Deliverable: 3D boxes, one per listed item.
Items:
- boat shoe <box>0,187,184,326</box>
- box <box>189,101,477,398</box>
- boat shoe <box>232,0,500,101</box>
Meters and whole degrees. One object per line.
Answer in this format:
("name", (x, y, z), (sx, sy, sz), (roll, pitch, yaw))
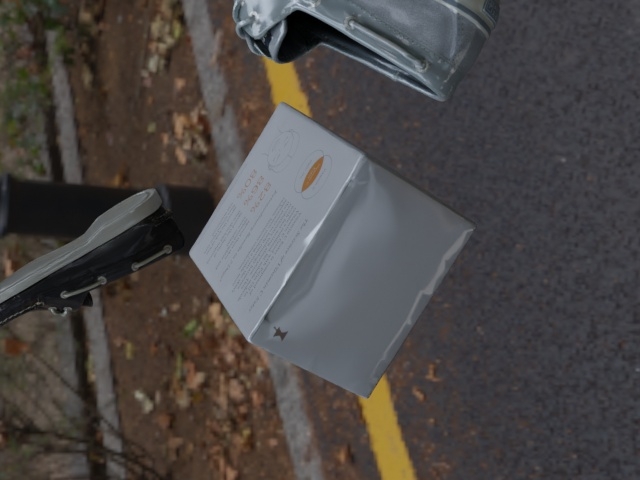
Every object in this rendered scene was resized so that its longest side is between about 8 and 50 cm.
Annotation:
("boat shoe", (-0.132, 0.019, 0.578), (0.038, 0.125, 0.046), (59, 174, -17))
("box", (0.000, 0.000, 0.695), (0.130, 0.091, 0.170), (-58, 26, 6))
("boat shoe", (-0.012, -0.143, 0.623), (0.227, 0.079, 0.081), (24, 87, 21))
